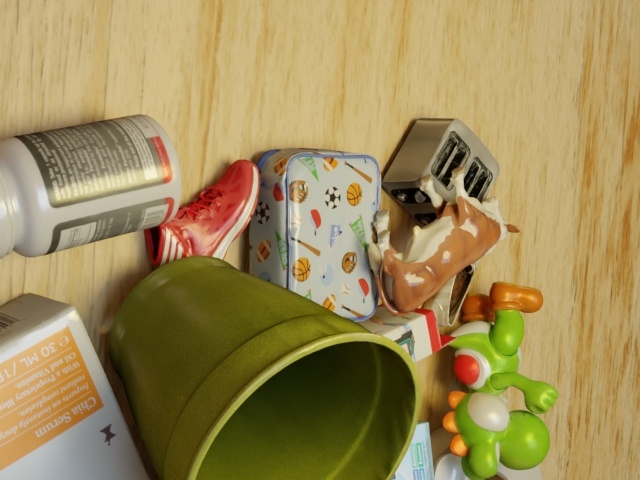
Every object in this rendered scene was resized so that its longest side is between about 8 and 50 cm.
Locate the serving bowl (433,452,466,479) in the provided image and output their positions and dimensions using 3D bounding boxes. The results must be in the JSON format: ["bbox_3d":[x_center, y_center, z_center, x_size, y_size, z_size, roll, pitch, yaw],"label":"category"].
[{"bbox_3d":[0.232,0.430,1.780,0.083,0.027,0.083,-3,95,-37],"label":"serving bowl"}]

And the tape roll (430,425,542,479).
[{"bbox_3d":[0.292,0.548,1.899,0.392,0.072,0.392,-3,95,-38],"label":"tape roll"}]

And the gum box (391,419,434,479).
[{"bbox_3d":[0.112,0.413,1.719,0.184,0.041,0.157,-6,89,-22],"label":"gum box"}]

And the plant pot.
[{"bbox_3d":[-0.115,0.199,1.337,0.366,0.353,0.366,-22,129,-29],"label":"plant pot"}]

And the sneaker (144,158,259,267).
[{"bbox_3d":[-0.184,-0.044,1.466,0.128,0.087,0.221,32,73,-37],"label":"sneaker"}]

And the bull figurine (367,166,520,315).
[{"bbox_3d":[0.207,-0.008,1.640,0.310,0.101,0.188,-42,117,-24],"label":"bull figurine"}]

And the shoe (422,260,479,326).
[{"bbox_3d":[0.268,0.071,1.845,0.076,0.058,0.219,39,71,-33],"label":"shoe"}]

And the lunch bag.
[{"bbox_3d":[0.000,0.000,1.597,0.243,0.115,0.303,-2,96,-43],"label":"lunch bag"}]

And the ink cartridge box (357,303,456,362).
[{"bbox_3d":[0.112,0.172,1.684,0.231,0.134,0.078,-21,106,-36],"label":"ink cartridge box"}]

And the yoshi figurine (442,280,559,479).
[{"bbox_3d":[0.350,0.275,1.805,0.203,0.203,0.362,47,48,-58],"label":"yoshi figurine"}]

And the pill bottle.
[{"bbox_3d":[-0.344,-0.069,1.289,0.283,0.161,0.161,-16,104,-36],"label":"pill bottle"}]

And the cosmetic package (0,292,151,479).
[{"bbox_3d":[-0.372,0.325,1.301,0.230,0.161,0.453,-32,113,-32],"label":"cosmetic package"}]

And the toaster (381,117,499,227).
[{"bbox_3d":[0.223,-0.124,1.762,0.168,0.110,0.185,43,68,-33],"label":"toaster"}]
